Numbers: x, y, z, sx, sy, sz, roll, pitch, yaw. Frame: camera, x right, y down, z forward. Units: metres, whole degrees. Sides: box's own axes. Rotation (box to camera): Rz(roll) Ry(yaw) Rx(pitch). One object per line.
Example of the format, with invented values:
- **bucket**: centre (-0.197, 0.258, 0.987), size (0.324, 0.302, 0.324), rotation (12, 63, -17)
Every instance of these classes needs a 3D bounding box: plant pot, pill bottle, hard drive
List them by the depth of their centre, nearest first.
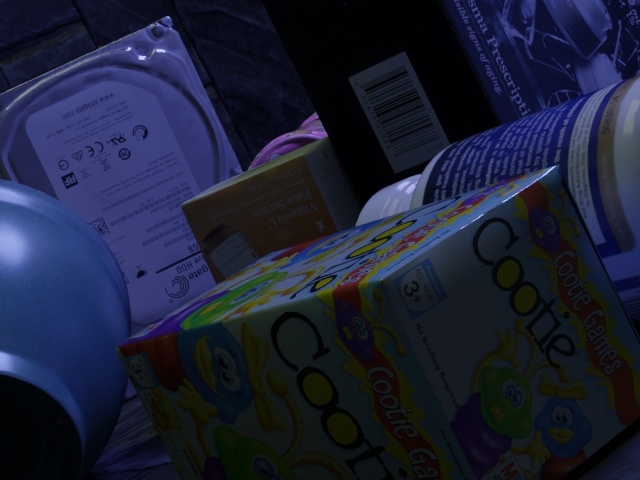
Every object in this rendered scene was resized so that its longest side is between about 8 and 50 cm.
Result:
- **pill bottle**: centre (0.153, -0.008, 1.128), size (0.265, 0.153, 0.153), rotation (-18, 10, 46)
- **plant pot**: centre (-0.284, 0.121, 1.369), size (0.293, 0.293, 0.196), rotation (-25, 33, 0)
- **hard drive**: centre (-0.190, -0.030, 1.773), size (0.237, 0.338, 0.064), rotation (-26, 9, -14)

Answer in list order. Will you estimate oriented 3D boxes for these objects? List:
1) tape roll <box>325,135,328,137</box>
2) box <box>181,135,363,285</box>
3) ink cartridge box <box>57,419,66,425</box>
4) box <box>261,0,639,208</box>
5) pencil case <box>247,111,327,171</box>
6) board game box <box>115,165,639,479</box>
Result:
- **tape roll**: centre (0.195, -0.135, 2.033), size (0.392, 0.072, 0.392), rotation (-15, 12, 3)
- **box**: centre (-0.022, 0.013, 1.530), size (0.130, 0.170, 0.091), rotation (-23, 6, 20)
- **ink cartridge box**: centre (-0.347, 0.131, 1.575), size (0.237, 0.100, 0.172), rotation (-8, -27, -10)
- **box**: centre (0.152, -0.170, 1.575), size (0.179, 0.343, 0.312), rotation (-22, 8, 40)
- **pencil case**: centre (0.010, -0.098, 2.368), size (0.167, 0.160, 0.386), rotation (9, 12, 8)
- **board game box**: centre (0.029, 0.074, 0.981), size (0.142, 0.144, 0.275), rotation (-31, 8, -35)
